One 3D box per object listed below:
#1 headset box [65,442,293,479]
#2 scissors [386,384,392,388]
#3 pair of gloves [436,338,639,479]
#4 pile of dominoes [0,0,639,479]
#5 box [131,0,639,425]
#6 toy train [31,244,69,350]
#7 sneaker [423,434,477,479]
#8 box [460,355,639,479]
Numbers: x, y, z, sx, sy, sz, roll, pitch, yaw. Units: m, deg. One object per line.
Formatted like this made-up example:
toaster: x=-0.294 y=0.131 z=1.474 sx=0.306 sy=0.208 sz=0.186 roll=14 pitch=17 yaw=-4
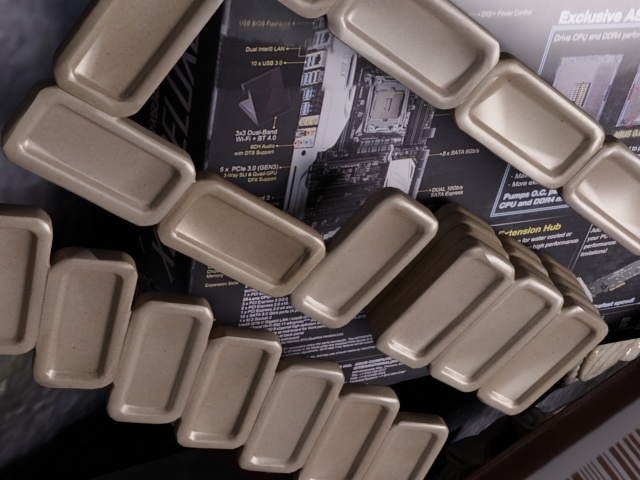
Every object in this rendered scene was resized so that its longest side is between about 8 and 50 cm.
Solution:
headset box: x=-0.048 y=0.216 z=0.447 sx=0.218 sy=0.293 sz=0.110 roll=-14 pitch=137 yaw=-13
scissors: x=0.101 y=0.014 z=0.729 sx=0.297 sy=0.021 sz=0.109 roll=-47 pitch=154 yaw=-6
pair of gloves: x=0.181 y=0.127 z=0.837 sx=0.204 sy=0.042 sz=0.240 roll=-19 pitch=145 yaw=-42
pile of dominoes: x=0.000 y=0.000 z=0.382 sx=0.251 sy=0.040 sz=0.196 roll=30 pitch=113 yaw=-32
box: x=0.080 y=-0.050 z=0.445 sx=0.307 sy=0.076 sz=0.242 roll=-7 pitch=132 yaw=-22
toy train: x=-0.147 y=0.041 z=0.387 sx=0.158 sy=0.027 sz=0.036 roll=-30 pitch=134 yaw=-34
sneaker: x=0.104 y=0.209 z=0.910 sx=0.162 sy=0.063 sz=0.073 roll=-20 pitch=135 yaw=-45
box: x=0.166 y=0.193 z=0.649 sx=0.191 sy=0.143 sz=0.381 roll=-34 pitch=163 yaw=-4
